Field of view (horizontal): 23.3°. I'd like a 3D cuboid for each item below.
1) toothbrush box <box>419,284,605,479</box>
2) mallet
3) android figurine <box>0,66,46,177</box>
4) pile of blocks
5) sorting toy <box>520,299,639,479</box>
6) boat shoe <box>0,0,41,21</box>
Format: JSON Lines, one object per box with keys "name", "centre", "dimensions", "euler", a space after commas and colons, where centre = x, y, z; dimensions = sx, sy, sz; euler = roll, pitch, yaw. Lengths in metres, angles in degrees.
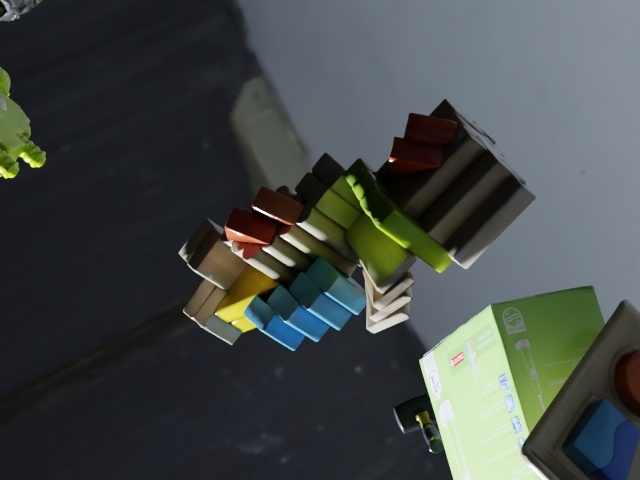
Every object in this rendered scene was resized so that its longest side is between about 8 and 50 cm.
{"name": "toothbrush box", "centre": [0.220, 0.214, 1.548], "dimensions": [0.206, 0.122, 0.283], "euler": [128, 130, -64]}
{"name": "mallet", "centre": [0.117, 0.223, 1.835], "dimensions": [0.190, 0.062, 0.039], "euler": [-68, -44, -80]}
{"name": "android figurine", "centre": [-0.394, -0.153, 1.548], "dimensions": [0.273, 0.248, 0.056], "euler": [39, 109, 6]}
{"name": "pile of blocks", "centre": [0.000, 0.000, 1.306], "dimensions": [0.362, 0.149, 0.112], "euler": [-30, 133, 31]}
{"name": "sorting toy", "centre": [0.341, 0.221, 1.400], "dimensions": [0.307, 0.229, 0.041], "euler": [43, 143, -3]}
{"name": "boat shoe", "centre": [-0.292, -0.231, 1.376], "dimensions": [0.080, 0.073, 0.223], "euler": [44, 167, -9]}
